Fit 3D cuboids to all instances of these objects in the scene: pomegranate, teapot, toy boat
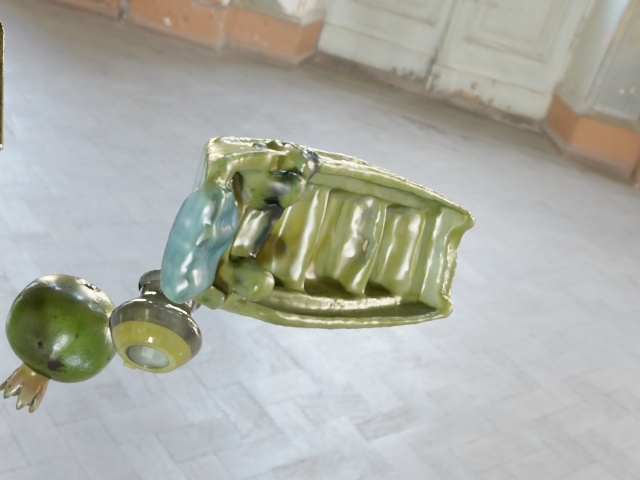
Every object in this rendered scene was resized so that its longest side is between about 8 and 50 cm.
[{"bbox_3d":[-0.423,0.165,1.450,0.187,0.225,0.187,36,-2,1],"label":"pomegranate"},{"bbox_3d":[-0.229,0.119,1.261,0.130,0.165,0.119,28,49,-17],"label":"teapot"},{"bbox_3d":[-0.005,-0.002,0.572,0.084,0.111,0.276,21,9,37],"label":"toy boat"}]

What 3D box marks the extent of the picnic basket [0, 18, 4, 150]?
[{"bbox_3d":[-0.474,-0.226,1.093,0.139,0.165,0.267,-11,55,-4],"label":"picnic basket"}]
